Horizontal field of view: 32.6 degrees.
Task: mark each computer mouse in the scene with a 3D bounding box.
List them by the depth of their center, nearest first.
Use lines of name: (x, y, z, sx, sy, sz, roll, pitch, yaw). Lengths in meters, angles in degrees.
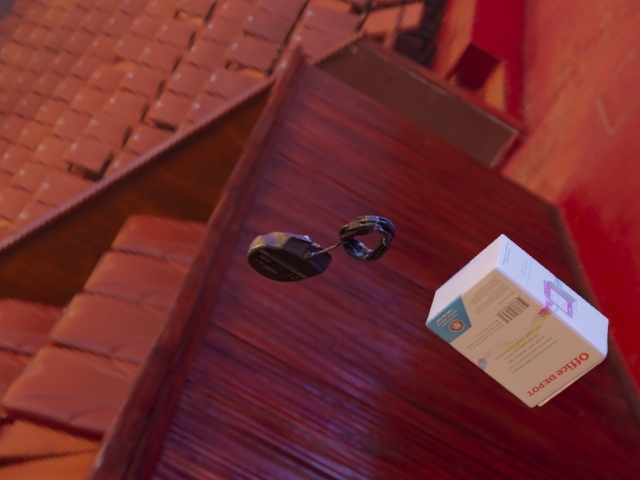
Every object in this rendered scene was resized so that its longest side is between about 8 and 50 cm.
computer mouse: (0.000, 0.000, 1.106, 0.242, 0.071, 0.041, -15, 46, 55)

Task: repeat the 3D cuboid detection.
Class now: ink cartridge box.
ink cartridge box: (0.164, 0.069, 0.905, 0.088, 0.122, 0.052, -44, 12, 35)
